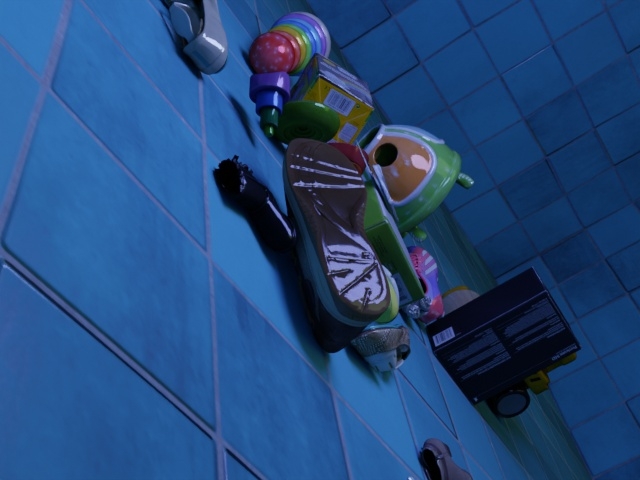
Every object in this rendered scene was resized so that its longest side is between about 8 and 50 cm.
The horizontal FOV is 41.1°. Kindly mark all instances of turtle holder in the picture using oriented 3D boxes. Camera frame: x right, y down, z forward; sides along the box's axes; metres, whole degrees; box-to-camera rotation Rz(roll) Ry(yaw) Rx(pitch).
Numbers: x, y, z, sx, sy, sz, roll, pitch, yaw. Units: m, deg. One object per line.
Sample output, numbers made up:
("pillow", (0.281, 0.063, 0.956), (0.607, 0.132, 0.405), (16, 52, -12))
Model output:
("turtle holder", (0.184, -0.160, 1.932), (0.227, 0.243, 0.320), (38, 27, -12))

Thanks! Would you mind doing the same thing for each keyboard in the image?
("keyboard", (0.117, -0.079, 1.512), (0.256, 0.014, 0.072), (36, 36, -80))

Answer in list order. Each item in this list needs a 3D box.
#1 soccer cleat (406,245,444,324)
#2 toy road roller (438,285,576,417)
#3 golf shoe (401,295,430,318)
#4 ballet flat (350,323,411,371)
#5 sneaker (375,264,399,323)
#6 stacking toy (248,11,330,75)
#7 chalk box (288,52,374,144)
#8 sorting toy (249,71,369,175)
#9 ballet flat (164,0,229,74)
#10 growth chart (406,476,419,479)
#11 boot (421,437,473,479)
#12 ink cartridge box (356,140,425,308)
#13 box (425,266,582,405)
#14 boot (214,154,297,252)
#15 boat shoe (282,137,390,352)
("soccer cleat", (0.207, 0.076, 1.834), (0.095, 0.083, 0.248), (51, 18, -32))
("toy road roller", (0.449, 0.234, 2.024), (0.329, 0.240, 0.202), (51, 15, -33))
("golf shoe", (0.150, 0.077, 1.691), (0.176, 0.069, 0.086), (64, -7, 8))
("ballet flat", (0.097, 0.159, 1.258), (0.206, 0.073, 0.067), (10, 65, -69))
("sneaker", (0.040, 0.049, 1.287), (0.208, 0.081, 0.094), (51, 21, -7))
("stacking toy", (-0.076, -0.393, 1.757), (0.141, 0.141, 0.330), (57, 19, -8))
("chalk box", (0.012, -0.273, 1.689), (0.132, 0.132, 0.213), (29, 22, -15))
("sorting toy", (-0.021, -0.145, 1.468), (0.365, 0.127, 0.126), (43, 43, -57))
("ballet flat", (-0.196, -0.354, 1.298), (0.086, 0.086, 0.248), (44, 21, -49))
("growth chart", (0.155, 0.377, 1.079), (0.237, 0.021, 0.172), (41, 21, -56))
("boot", (0.182, 0.341, 1.231), (0.118, 0.042, 0.087), (62, 19, 16))
("ink cartridge box", (0.080, -0.022, 1.478), (0.255, 0.097, 0.189), (-105, 168, -52))
("box", (0.383, 0.203, 1.795), (0.184, 0.261, 0.103), (53, 14, -26))
("boot", (-0.083, -0.047, 1.084), (0.099, 0.045, 0.121), (42, 15, -55))
("boat shoe", (0.000, 0.000, 1.164), (0.123, 0.123, 0.342), (8, 44, -26))
